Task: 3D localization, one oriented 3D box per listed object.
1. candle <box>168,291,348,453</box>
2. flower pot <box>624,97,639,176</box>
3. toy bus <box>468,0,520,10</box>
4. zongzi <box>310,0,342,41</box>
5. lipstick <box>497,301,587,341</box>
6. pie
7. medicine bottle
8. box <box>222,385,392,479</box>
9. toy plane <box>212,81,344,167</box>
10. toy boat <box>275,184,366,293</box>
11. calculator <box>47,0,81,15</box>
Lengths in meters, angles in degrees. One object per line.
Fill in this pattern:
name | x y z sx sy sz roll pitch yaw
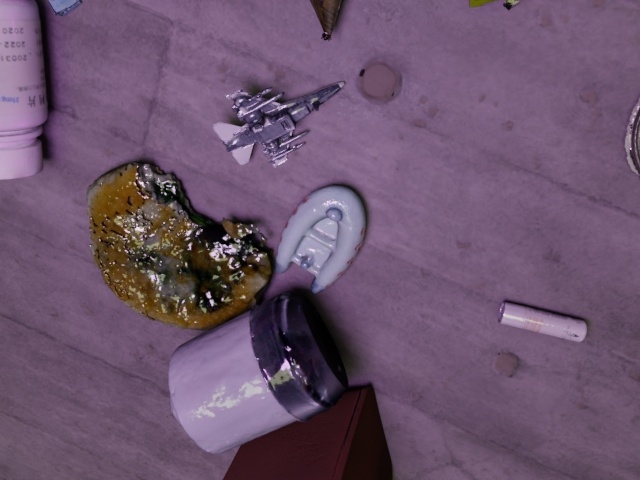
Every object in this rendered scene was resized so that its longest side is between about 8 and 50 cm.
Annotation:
candle | -0.136 0.246 1.016 0.342 0.221 0.221 -27 104 10
flower pot | 0.552 -0.138 0.768 0.235 0.141 0.236 5 115 12
toy bus | 0.217 -0.416 0.654 0.139 0.302 0.113 -4 67 16
zongzi | -0.047 -0.434 0.804 0.220 0.112 0.242 23 123 6
lipstick | 0.377 0.138 0.974 0.141 0.040 0.040 13 114 7
pie | -0.275 0.023 1.057 0.371 0.078 0.297 32 116 -2
medicine bottle | -0.547 -0.256 0.950 0.170 0.170 0.293 10 113 9
box | -0.018 0.455 1.034 0.229 0.339 0.240 -10 110 20
toy plane | -0.068 -0.190 0.920 0.233 0.082 0.160 -17 134 19
toy boat | 0.000 0.000 0.984 0.134 0.079 0.208 33 117 1
calculator | -0.457 -0.456 0.934 0.057 0.018 0.172 -22 104 18
